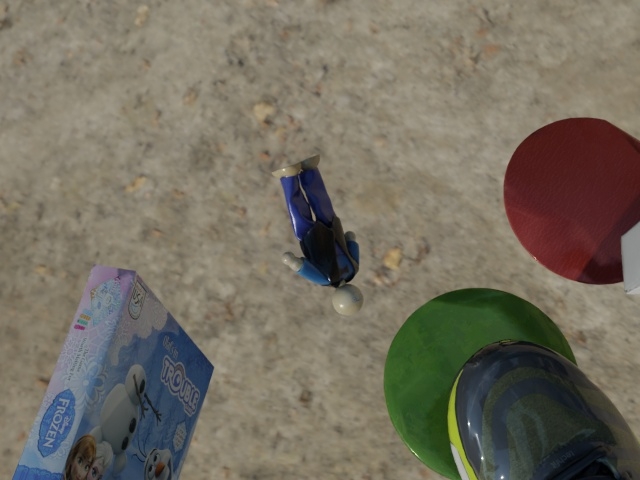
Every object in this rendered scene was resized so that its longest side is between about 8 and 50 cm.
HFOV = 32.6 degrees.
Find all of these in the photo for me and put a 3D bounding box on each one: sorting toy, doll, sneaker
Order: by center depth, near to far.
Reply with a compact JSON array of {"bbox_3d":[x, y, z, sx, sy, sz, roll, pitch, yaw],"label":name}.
[{"bbox_3d":[0.183,0.183,0.622,0.111,0.121,0.300,-36,88,-10],"label":"sneaker"},{"bbox_3d":[0.113,0.088,0.756,0.127,0.126,0.365,32,74,6],"label":"sorting toy"},{"bbox_3d":[0.000,0.000,1.276,0.046,0.129,0.189,-18,95,41],"label":"doll"}]

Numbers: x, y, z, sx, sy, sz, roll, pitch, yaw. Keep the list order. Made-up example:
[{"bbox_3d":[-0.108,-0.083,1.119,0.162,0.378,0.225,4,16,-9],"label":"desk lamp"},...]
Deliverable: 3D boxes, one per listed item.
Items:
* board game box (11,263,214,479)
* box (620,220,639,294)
[{"bbox_3d":[-0.073,0.069,0.400,0.020,0.090,0.090,6,64,18],"label":"board game box"},{"bbox_3d":[0.251,-0.013,0.534,0.145,0.186,0.038,4,71,-7],"label":"box"}]
